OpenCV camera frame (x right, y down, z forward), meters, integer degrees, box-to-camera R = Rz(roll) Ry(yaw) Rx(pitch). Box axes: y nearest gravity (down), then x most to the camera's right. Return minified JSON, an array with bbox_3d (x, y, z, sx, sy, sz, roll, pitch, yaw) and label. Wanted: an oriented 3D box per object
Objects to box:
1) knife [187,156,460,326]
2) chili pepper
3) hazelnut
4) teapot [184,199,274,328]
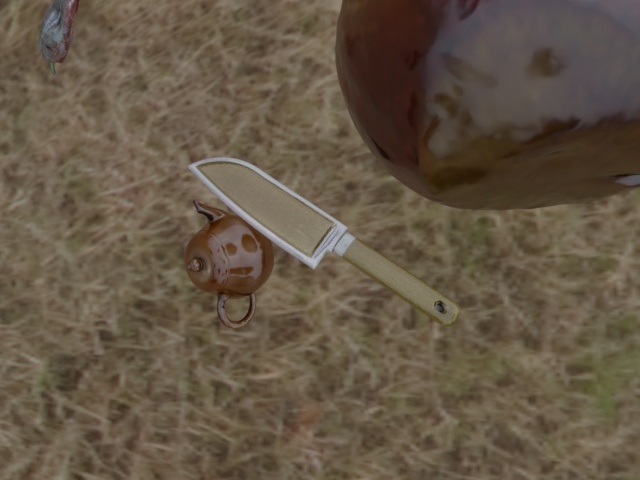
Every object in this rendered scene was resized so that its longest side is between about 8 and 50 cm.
[{"bbox_3d":[0.000,0.000,1.177,0.256,0.022,0.046,33,77,11],"label":"knife"},{"bbox_3d":[-0.337,-0.272,1.861,0.050,0.153,0.041,38,54,4],"label":"chili pepper"},{"bbox_3d":[0.231,-0.226,1.595,0.429,0.402,0.402,-4,88,-5],"label":"hazelnut"},{"bbox_3d":[-0.125,0.029,1.851,0.116,0.116,0.173,-13,92,-25],"label":"teapot"}]
